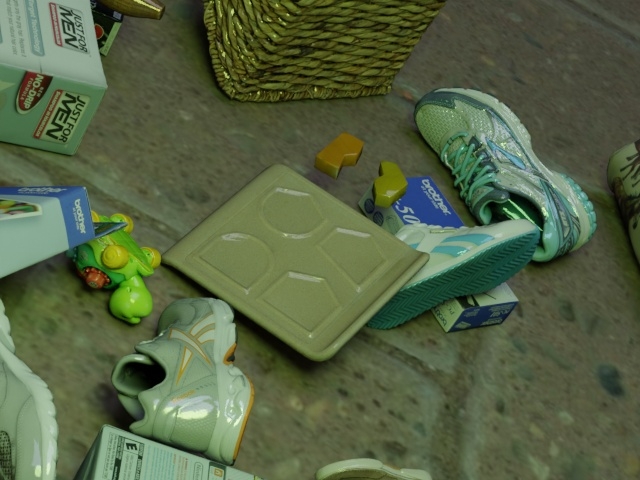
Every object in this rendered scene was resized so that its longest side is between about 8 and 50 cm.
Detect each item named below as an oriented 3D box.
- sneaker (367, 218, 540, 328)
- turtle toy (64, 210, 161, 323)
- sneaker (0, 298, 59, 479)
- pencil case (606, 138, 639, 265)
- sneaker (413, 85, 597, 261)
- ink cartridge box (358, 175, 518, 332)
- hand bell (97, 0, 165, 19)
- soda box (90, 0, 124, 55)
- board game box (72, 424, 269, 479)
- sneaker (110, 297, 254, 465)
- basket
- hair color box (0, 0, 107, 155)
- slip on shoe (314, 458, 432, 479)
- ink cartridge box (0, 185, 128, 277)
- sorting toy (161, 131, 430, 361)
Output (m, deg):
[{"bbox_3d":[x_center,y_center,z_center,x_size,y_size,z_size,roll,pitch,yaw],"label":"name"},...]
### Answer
[{"bbox_3d":[0.140,0.016,2.003,0.228,0.087,0.092,-19,53,-11],"label":"sneaker"},{"bbox_3d":[-0.213,0.025,1.809,0.130,0.066,0.095,50,16,18],"label":"turtle toy"},{"bbox_3d":[-0.318,0.147,1.585,0.115,0.105,0.281,-10,43,-29],"label":"sneaker"},{"bbox_3d":[0.508,0.031,2.268,0.183,0.160,0.410,2,44,-16],"label":"pencil case"},{"bbox_3d":[0.221,-0.085,2.232,0.283,0.110,0.122,42,40,12],"label":"sneaker"},{"bbox_3d":[0.140,0.014,2.105,0.097,0.046,0.207,-6,51,-41],"label":"ink cartridge box"},{"bbox_3d":[-0.294,-0.311,2.045,0.242,0.126,0.126,22,36,4],"label":"hand bell"},{"bbox_3d":[-0.265,-0.301,2.152,0.053,0.060,0.169,21,39,-14],"label":"soda box"},{"bbox_3d":[-0.080,0.314,1.555,0.303,0.097,0.224,21,39,-14],"label":"board game box"},{"bbox_3d":[-0.144,0.117,1.691,0.121,0.099,0.262,14,17,-18],"label":"sneaker"},{"bbox_3d":[-0.012,-0.323,2.223,0.299,0.223,0.213,-9,56,-41],"label":"basket"},{"bbox_3d":[-0.431,-0.224,1.894,0.374,0.114,0.185,11,42,-27],"label":"hair color box"},{"bbox_3d":[0.057,0.252,1.773,0.135,0.051,0.041,14,51,-33],"label":"slip on shoe"},{"bbox_3d":[-0.350,0.002,1.651,0.185,0.065,0.311,1,15,37],"label":"ink cartridge box"},{"bbox_3d":[0.000,0.000,1.953,0.229,0.041,0.307,30,47,20],"label":"sorting toy"}]
